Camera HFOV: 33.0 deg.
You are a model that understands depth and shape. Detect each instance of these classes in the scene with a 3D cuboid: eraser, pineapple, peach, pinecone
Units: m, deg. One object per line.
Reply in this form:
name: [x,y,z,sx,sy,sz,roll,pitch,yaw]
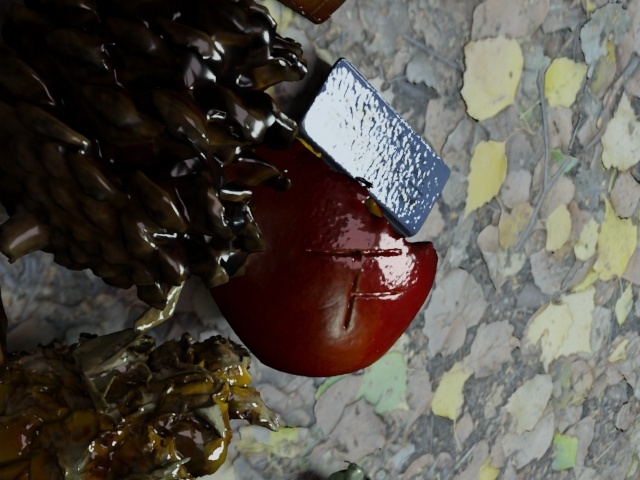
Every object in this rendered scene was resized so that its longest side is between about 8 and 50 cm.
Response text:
eraser: [0.052,-0.084,1.044,0.225,0.036,0.082,40,77,-42]
pineapple: [-0.182,0.155,0.806,0.334,0.161,0.158,-28,109,-2]
peach: [0.000,0.000,0.929,0.190,0.196,0.226,-52,143,-59]
pinecone: [-0.120,-0.082,0.742,0.257,0.243,0.243,-41,132,4]

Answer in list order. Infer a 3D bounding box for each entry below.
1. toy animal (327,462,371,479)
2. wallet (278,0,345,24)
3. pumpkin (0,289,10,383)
toy animal: [-0.009,0.334,1.111,0.121,0.094,0.225,27,78,-53]
wallet: [-0.048,-0.272,0.855,0.255,0.031,0.137,21,121,-42]
pumpkin: [-0.278,-0.048,0.692,0.278,0.111,0.163,32,84,-9]
